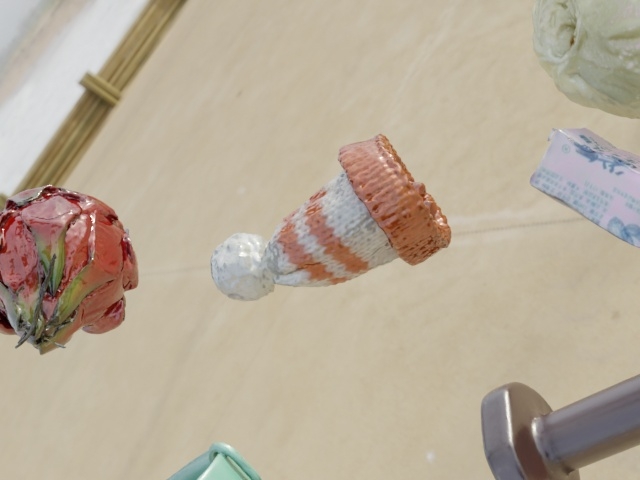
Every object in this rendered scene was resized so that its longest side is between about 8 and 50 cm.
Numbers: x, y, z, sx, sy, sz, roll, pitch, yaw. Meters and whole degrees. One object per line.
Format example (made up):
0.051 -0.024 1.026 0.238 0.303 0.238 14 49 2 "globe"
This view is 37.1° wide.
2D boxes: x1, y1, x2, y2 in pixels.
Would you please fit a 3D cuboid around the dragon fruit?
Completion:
-0.353 0.053 1.296 0.234 0.234 0.293 -46 40 23 "dragon fruit"

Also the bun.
0.319 -0.223 1.001 0.153 0.244 0.244 -22 12 -19 "bun"

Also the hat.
0.000 0.000 0.662 0.162 0.112 0.093 -32 66 9 "hat"

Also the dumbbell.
0.262 0.156 0.836 0.225 0.124 0.140 -32 32 28 "dumbbell"

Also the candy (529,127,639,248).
0.299 -0.050 0.955 0.160 0.092 0.073 34 112 28 "candy"

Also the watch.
-0.156 0.290 0.919 0.237 0.068 0.195 -43 1 24 "watch"
